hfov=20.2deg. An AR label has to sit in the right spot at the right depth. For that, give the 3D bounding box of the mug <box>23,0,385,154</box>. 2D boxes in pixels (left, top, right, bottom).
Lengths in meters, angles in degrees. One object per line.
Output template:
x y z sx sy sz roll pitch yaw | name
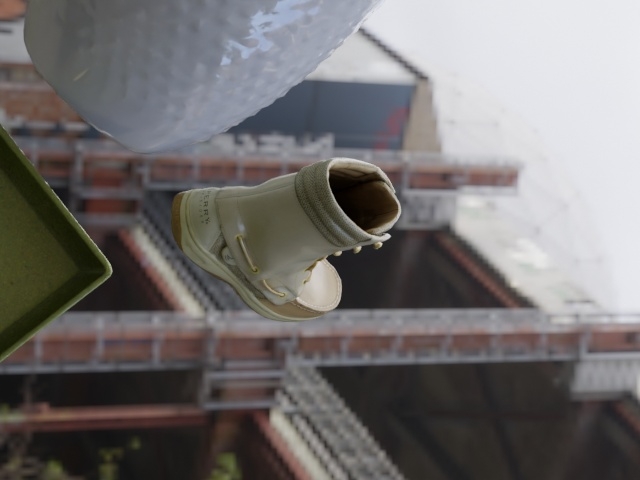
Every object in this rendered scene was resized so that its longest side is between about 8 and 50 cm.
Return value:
-0.130 -0.284 1.660 0.328 0.276 0.374 -45 -115 14 | mug

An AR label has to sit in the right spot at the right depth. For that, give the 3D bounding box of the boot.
0.000 0.000 1.838 0.203 0.262 0.095 -15 -122 29 | boot

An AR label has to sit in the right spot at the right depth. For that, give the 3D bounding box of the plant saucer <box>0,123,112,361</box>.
-0.320 0.015 1.671 0.188 0.188 0.045 52 -5 3 | plant saucer
